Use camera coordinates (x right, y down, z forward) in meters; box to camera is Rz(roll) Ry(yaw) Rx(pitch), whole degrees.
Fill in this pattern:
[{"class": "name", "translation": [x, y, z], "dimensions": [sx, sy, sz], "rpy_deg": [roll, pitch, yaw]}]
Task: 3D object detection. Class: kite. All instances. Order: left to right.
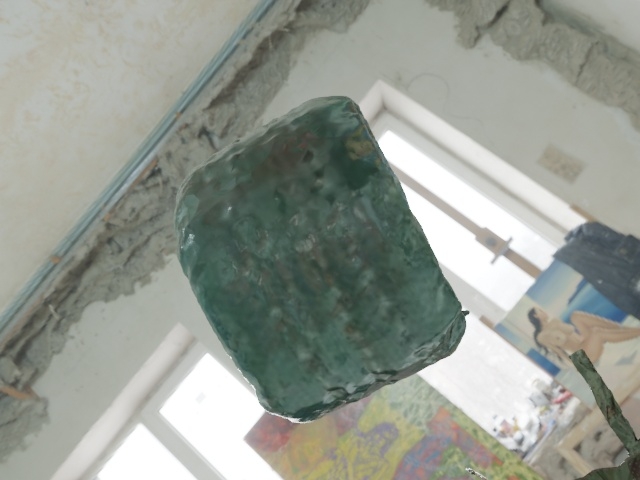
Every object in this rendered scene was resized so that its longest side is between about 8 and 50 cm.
[{"class": "kite", "translation": [0.339, 0.229, 0.602], "dimensions": [0.229, 0.250, 0.012], "rpy_deg": [-26, -4, 3]}]

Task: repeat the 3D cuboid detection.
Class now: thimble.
[{"class": "thimble", "translation": [0.000, 0.000, 0.412], "dimensions": [0.143, 0.235, 0.198], "rpy_deg": [-28, -39, 7]}]

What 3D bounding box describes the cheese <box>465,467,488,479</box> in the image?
[{"class": "cheese", "translation": [0.382, 0.499, 1.042], "dimensions": [0.037, 0.256, 0.106], "rpy_deg": [-56, -3, -12]}]
